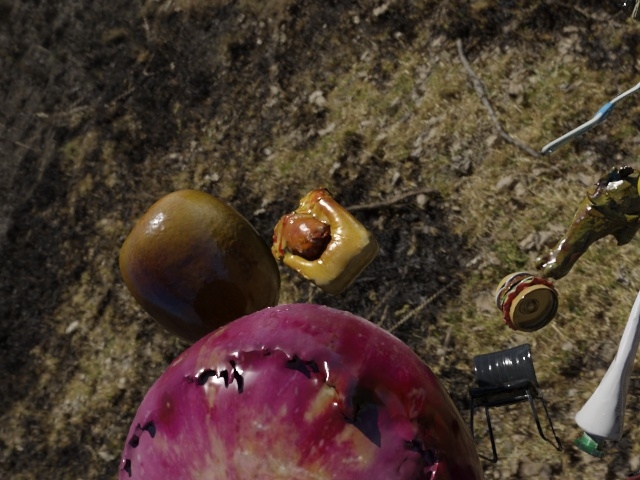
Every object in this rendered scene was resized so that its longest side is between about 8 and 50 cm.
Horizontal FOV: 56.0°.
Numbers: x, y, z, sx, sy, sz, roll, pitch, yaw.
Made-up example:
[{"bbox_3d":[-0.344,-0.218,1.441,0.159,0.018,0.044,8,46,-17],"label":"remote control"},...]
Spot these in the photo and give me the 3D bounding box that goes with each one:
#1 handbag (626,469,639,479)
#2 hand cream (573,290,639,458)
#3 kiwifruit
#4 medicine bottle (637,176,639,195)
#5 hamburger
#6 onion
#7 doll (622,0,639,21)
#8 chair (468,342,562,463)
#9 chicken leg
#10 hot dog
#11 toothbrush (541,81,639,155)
[{"bbox_3d":[0.486,0.292,0.578,0.260,0.084,0.275,53,137,16],"label":"handbag"},{"bbox_3d":[0.512,0.202,1.021,0.076,0.121,0.336,20,94,33],"label":"hand cream"},{"bbox_3d":[-0.162,0.046,0.846,0.196,0.234,0.196,-45,4,4],"label":"kiwifruit"},{"bbox_3d":[0.758,-0.123,1.311,0.121,0.212,0.122,-15,63,31],"label":"medicine bottle"},{"bbox_3d":[0.581,0.164,1.717,0.175,0.175,0.137,-52,27,15],"label":"hamburger"},{"bbox_3d":[-0.003,0.241,0.621,0.358,0.344,0.359,7,101,38],"label":"onion"},{"bbox_3d":[0.636,-0.499,1.076,0.221,0.115,0.105,-36,82,27],"label":"doll"},{"bbox_3d":[0.357,0.296,1.160,0.140,0.145,0.221,-19,55,24],"label":"chair"},{"bbox_3d":[0.764,-0.034,1.652,0.361,0.211,0.140,-57,19,18],"label":"chicken leg"},{"bbox_3d":[0.000,0.000,1.036,0.150,0.153,0.256,-49,4,-3],"label":"hot dog"},{"bbox_3d":[0.664,-0.299,1.428,0.386,0.040,0.040,-30,42,-14],"label":"toothbrush"}]
